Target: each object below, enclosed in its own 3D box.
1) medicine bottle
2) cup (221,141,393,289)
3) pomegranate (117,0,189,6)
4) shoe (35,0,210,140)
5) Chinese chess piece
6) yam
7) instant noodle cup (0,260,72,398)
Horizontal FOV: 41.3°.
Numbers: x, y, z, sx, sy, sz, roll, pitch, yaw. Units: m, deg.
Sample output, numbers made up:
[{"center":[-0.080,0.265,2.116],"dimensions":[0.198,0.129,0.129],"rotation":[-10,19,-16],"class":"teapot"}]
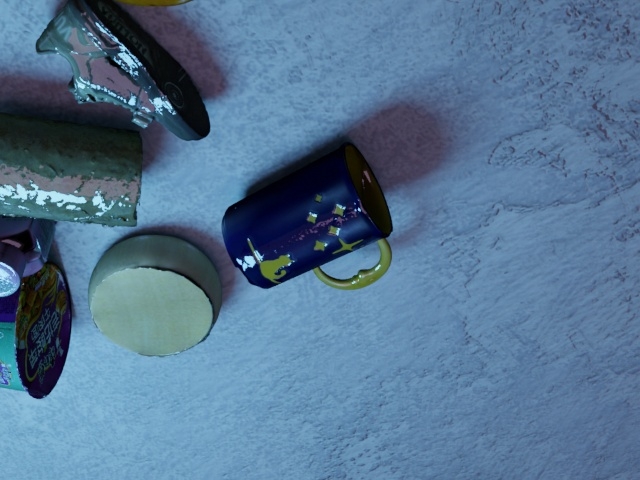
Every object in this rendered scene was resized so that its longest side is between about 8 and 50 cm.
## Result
[{"center":[-0.529,0.005,1.440],"dimensions":[0.119,0.188,0.094],"rotation":[-6,128,0],"class":"medicine bottle"},{"center":[-0.007,0.001,1.465],"dimensions":[0.256,0.178,0.255],"rotation":[-26,98,18],"class":"cup"},{"center":[-0.217,-0.432,1.098],"dimensions":[0.264,0.264,0.264],"rotation":[-2,128,-3],"class":"pomegranate"},{"center":[-0.312,-0.246,1.321],"dimensions":[0.149,0.109,0.293],"rotation":[-28,122,21],"class":"shoe"},{"center":[-0.309,0.106,1.591],"dimensions":[0.249,0.103,0.250],"rotation":[-2,128,-2],"class":"Chinese chess piece"},{"center":[-0.437,-0.114,1.372],"dimensions":[0.304,0.168,0.168],"rotation":[7,127,-9],"class":"yam"},{"center":[-0.585,0.156,1.532],"dimensions":[0.190,0.251,0.251],"rotation":[2,128,5],"class":"instant noodle cup"}]
